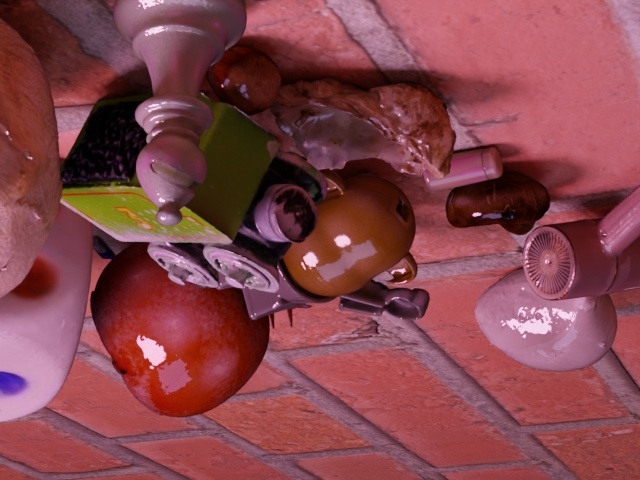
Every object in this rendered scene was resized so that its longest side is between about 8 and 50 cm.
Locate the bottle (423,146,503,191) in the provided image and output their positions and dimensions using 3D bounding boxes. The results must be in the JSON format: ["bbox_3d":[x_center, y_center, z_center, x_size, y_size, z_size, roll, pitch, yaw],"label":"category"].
[{"bbox_3d":[0.182,-0.092,1.884,0.096,0.045,0.045,-11,154,21],"label":"bottle"}]

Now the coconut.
[{"bbox_3d":[-0.438,-0.089,1.545,0.346,0.346,0.360,1,165,0],"label":"coconut"}]

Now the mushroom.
[{"bbox_3d":[0.240,-0.050,1.938,0.135,0.080,0.171,4,179,33],"label":"mushroom"}]

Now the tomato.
[{"bbox_3d":[-0.193,0.111,2.114,0.265,0.265,0.265,1,157,0],"label":"tomato"}]

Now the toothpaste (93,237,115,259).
[{"bbox_3d":[-0.324,0.015,2.198,0.024,0.015,0.083,5,163,10],"label":"toothpaste"}]

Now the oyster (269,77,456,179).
[{"bbox_3d":[0.051,-0.141,1.733,0.233,0.107,0.161,14,166,18],"label":"oyster"}]

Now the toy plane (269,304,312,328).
[{"bbox_3d":[-0.081,0.077,2.277,0.130,0.061,0.189,-5,152,17],"label":"toy plane"}]

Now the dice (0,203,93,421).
[{"bbox_3d":[-0.478,0.062,1.940,0.304,0.277,0.304,9,149,-20],"label":"dice"}]

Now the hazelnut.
[{"bbox_3d":[-0.086,-0.180,1.657,0.086,0.086,0.086,1,157,0],"label":"hazelnut"}]

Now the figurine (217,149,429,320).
[{"bbox_3d":[0.000,0.002,1.956,0.342,0.167,0.285,22,150,-39],"label":"figurine"}]

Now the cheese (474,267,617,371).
[{"bbox_3d":[0.357,0.121,2.241,0.198,0.154,0.189,-16,157,33],"label":"cheese"}]

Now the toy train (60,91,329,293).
[{"bbox_3d":[-0.147,-0.060,1.716,0.249,0.173,0.307,37,159,-31],"label":"toy train"}]

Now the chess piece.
[{"bbox_3d":[-0.145,-0.140,1.494,0.139,0.271,0.139,0,157,0],"label":"chess piece"}]

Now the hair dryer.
[{"bbox_3d":[0.431,-0.040,1.926,0.189,0.106,0.344,-5,152,-35],"label":"hair dryer"}]
